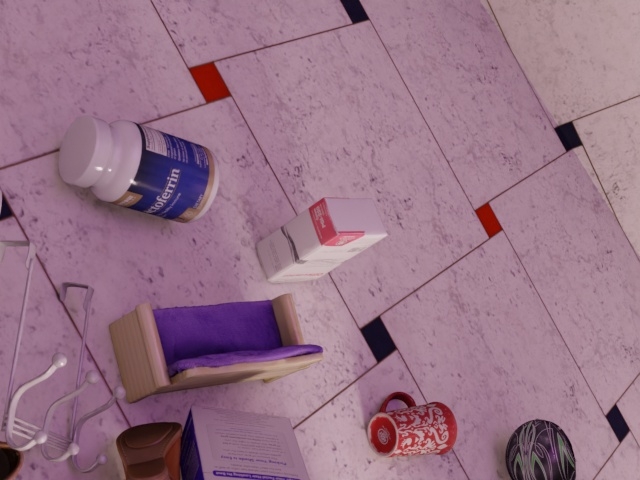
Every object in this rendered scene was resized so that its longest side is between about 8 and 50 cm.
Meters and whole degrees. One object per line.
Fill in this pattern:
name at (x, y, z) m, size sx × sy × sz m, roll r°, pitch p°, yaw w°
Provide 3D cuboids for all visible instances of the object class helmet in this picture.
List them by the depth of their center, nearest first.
helmet at (0.504, 0.501, 2.465) m, size 0.161 × 0.169 × 0.169 m, roll 60°, pitch 36°, yaw -28°

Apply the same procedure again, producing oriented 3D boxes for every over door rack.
over door rack at (-0.392, 0.175, 1.641) m, size 0.239 × 0.108 × 0.324 m, roll 59°, pitch 21°, yaw -66°

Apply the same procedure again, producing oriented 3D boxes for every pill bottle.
pill bottle at (-0.328, -0.131, 1.942) m, size 0.264 × 0.153 × 0.153 m, roll 16°, pitch 57°, yaw -40°

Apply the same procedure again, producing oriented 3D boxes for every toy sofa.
toy sofa at (-0.174, 0.178, 1.905) m, size 0.362 × 0.177 × 0.150 m, roll -1°, pitch 69°, yaw -47°

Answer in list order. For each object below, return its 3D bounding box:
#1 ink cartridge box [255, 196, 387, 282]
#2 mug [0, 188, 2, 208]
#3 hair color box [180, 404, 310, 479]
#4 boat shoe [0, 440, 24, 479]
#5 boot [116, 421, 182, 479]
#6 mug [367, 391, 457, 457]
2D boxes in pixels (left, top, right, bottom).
ink cartridge box at (0.000, 0.000, 2.168) m, size 0.158 × 0.218 × 0.092 m, roll -1°, pitch 63°, yaw -48°
mug at (-0.652, -0.039, 1.477) m, size 0.328 × 0.276 × 0.374 m, roll 25°, pitch 20°, yaw -27°
hair color box at (-0.115, 0.410, 1.720) m, size 0.185 × 0.110 × 0.339 m, roll 11°, pitch 21°, yaw -18°
boat shoe at (-0.545, 0.342, 1.447) m, size 0.324 × 0.116 × 0.123 m, roll -25°, pitch 87°, yaw -51°
boot at (-0.255, 0.424, 1.712) m, size 0.109 × 0.283 × 0.220 m, roll -9°, pitch 104°, yaw -11°
mug at (0.175, 0.393, 2.239) m, size 0.169 × 0.150 × 0.113 m, roll 2°, pitch 103°, yaw -43°
